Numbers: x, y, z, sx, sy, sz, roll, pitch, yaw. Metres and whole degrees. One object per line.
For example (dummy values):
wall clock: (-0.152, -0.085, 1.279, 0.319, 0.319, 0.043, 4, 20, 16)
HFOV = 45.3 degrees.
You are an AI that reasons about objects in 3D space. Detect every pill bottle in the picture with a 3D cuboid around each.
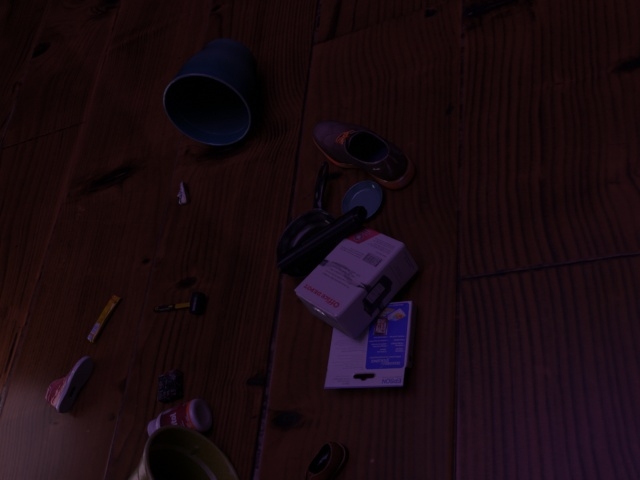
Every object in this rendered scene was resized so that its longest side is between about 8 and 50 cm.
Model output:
pill bottle: (-0.357, 0.462, 1.937, 0.152, 0.086, 0.086, -25, 52, 20)

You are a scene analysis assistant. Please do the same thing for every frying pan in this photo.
frying pan: (-0.035, -0.040, 2.042, 0.197, 0.053, 0.326, -24, 52, 21)

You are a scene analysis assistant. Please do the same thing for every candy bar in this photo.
candy bar: (-0.655, 0.238, 2.314, 0.040, 0.018, 0.161, 18, 75, 43)

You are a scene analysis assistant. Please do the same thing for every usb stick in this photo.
usb stick: (0.000, 0.000, 1.898, 0.278, 0.045, 0.077, -33, 10, 30)

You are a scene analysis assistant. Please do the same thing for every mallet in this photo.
mallet: (-0.402, 0.194, 2.165, 0.190, 0.039, 0.062, -18, 57, 30)

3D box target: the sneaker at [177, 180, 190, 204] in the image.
sneaker: (-0.431, -0.148, 2.384, 0.037, 0.032, 0.083, -27, 51, 18)

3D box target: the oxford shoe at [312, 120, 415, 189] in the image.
oxford shoe: (0.093, -0.260, 2.032, 0.364, 0.133, 0.130, 30, 83, 41)

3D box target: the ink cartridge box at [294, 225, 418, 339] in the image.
ink cartridge box: (0.084, 0.094, 1.808, 0.237, 0.100, 0.172, -46, 39, -15)

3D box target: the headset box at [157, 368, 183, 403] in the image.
headset box: (-0.400, 0.385, 2.047, 0.062, 0.032, 0.083, -22, 53, 21)

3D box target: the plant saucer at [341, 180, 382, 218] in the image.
plant saucer: (0.112, -0.099, 1.999, 0.119, 0.021, 0.119, -17, 55, 26)

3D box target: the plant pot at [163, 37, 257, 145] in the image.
plant pot: (-0.312, -0.478, 2.363, 0.272, 0.271, 0.255, -11, 44, 29)

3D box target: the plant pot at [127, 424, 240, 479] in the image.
plant pot: (-0.361, 0.611, 1.759, 0.254, 0.276, 0.276, -46, 47, 18)

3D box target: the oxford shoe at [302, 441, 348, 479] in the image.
oxford shoe: (-0.020, 0.534, 1.678, 0.076, 0.076, 0.212, 19, 77, 38)

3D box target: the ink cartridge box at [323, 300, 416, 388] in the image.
ink cartridge box: (0.117, 0.247, 1.774, 0.206, 0.045, 0.208, -7, 58, 31)

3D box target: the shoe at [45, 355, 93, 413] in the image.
shoe: (-0.735, 0.408, 2.236, 0.081, 0.063, 0.178, 21, 81, 35)
